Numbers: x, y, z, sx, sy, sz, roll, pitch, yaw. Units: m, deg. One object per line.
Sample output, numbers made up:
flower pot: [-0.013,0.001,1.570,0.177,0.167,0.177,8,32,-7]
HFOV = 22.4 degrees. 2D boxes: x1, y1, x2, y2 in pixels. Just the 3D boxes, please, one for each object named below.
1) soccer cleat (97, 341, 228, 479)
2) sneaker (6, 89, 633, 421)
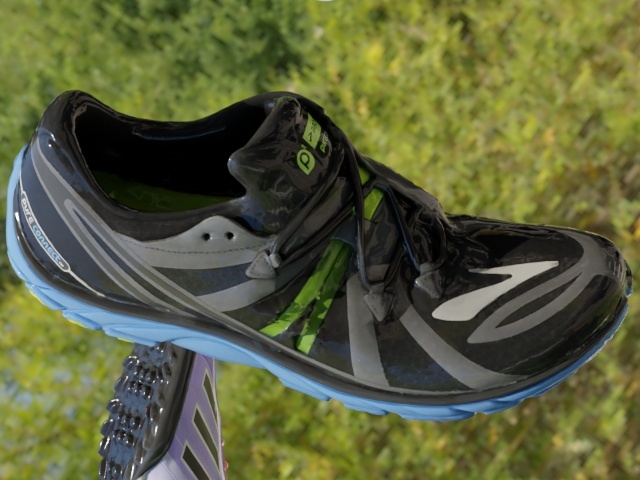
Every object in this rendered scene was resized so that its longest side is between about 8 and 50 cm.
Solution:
soccer cleat: [-0.113,0.211,1.278,0.116,0.318,0.109,11,176,-27]
sneaker: [0.000,0.000,0.473,0.188,0.078,0.067,12,-138,1]
